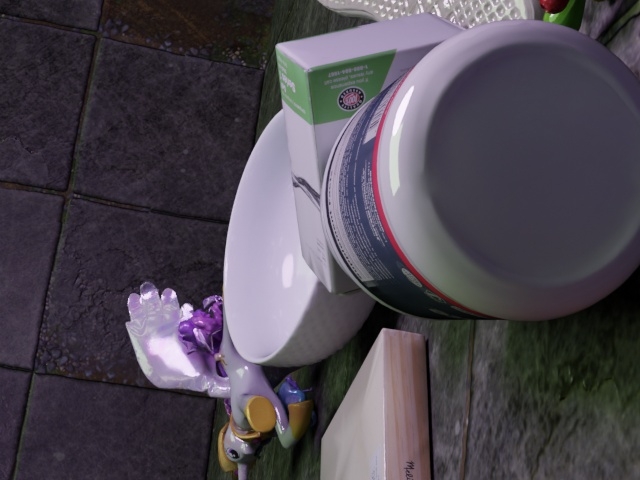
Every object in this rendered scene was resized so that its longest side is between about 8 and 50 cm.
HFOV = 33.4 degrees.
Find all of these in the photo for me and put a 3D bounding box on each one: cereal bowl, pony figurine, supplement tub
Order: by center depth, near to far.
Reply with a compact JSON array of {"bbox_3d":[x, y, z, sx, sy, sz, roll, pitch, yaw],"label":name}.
[{"bbox_3d":[0.107,-0.037,0.775,0.272,0.191,0.191,161,119,-78],"label":"supplement tub"},{"bbox_3d":[0.000,0.000,1.365,0.339,0.141,0.339,-169,90,-67],"label":"cereal bowl"},{"bbox_3d":[-0.122,0.188,1.631,0.363,0.302,0.351,121,140,-60],"label":"pony figurine"}]

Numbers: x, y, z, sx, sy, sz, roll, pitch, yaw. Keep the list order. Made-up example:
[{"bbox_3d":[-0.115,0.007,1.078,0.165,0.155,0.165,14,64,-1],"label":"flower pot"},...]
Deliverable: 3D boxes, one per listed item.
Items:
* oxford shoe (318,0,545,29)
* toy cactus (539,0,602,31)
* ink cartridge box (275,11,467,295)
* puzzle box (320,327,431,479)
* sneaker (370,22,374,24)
[{"bbox_3d":[0.125,-0.266,1.108,0.449,0.130,0.169,-135,53,-59],"label":"oxford shoe"},{"bbox_3d":[0.203,-0.257,0.766,0.219,0.112,0.180,-70,21,5],"label":"toy cactus"},{"bbox_3d":[0.056,-0.079,0.977,0.092,0.160,0.219,-132,32,-57],"label":"ink cartridge box"},{"bbox_3d":[0.052,0.334,1.106,0.272,0.052,0.409,114,163,-51],"label":"puzzle box"},{"bbox_3d":[0.080,-0.187,1.341,0.163,0.086,0.226,122,156,-61],"label":"sneaker"}]
